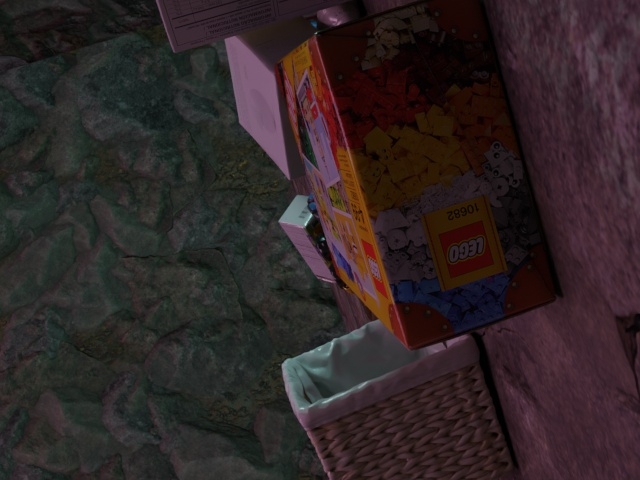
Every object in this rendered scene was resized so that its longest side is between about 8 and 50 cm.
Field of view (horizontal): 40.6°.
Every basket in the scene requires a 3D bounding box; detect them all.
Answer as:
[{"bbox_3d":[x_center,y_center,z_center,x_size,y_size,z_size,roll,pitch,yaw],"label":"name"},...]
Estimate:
[{"bbox_3d":[0.135,0.310,1.578,0.328,0.331,0.266,-136,23,-79],"label":"basket"}]

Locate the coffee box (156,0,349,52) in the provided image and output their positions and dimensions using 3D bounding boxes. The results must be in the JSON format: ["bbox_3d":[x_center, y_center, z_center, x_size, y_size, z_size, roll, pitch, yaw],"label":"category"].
[{"bbox_3d":[-0.150,-0.568,1.389,0.334,0.338,0.337,80,171,-60],"label":"coffee box"}]

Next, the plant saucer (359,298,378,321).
[{"bbox_3d":[0.127,0.117,2.479,0.278,0.041,0.277,161,90,-85],"label":"plant saucer"}]

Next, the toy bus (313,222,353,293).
[{"bbox_3d":[0.102,0.058,2.068,0.211,0.149,0.220,58,-176,-48],"label":"toy bus"}]

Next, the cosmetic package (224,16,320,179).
[{"bbox_3d":[-0.060,-0.273,1.562,0.224,0.138,0.224,49,155,42],"label":"cosmetic package"}]

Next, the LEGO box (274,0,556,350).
[{"bbox_3d":[0.098,-0.107,1.188,0.500,0.193,0.372,-138,31,-79],"label":"LEGO box"}]

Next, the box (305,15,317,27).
[{"bbox_3d":[0.008,-0.318,1.772,0.128,0.123,0.256,-116,10,-58],"label":"box"}]

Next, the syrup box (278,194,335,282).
[{"bbox_3d":[0.000,0.000,2.180,0.096,0.093,0.237,12,148,40],"label":"syrup box"}]

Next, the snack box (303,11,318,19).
[{"bbox_3d":[-0.075,-0.409,1.970,0.322,0.187,0.060,89,161,-74],"label":"snack box"}]

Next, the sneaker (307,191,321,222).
[{"bbox_3d":[0.108,-0.008,1.873,0.140,0.125,0.341,40,-172,-47],"label":"sneaker"}]

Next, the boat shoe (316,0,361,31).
[{"bbox_3d":[0.039,-0.321,1.589,0.277,0.098,0.096,84,168,-61],"label":"boat shoe"}]
